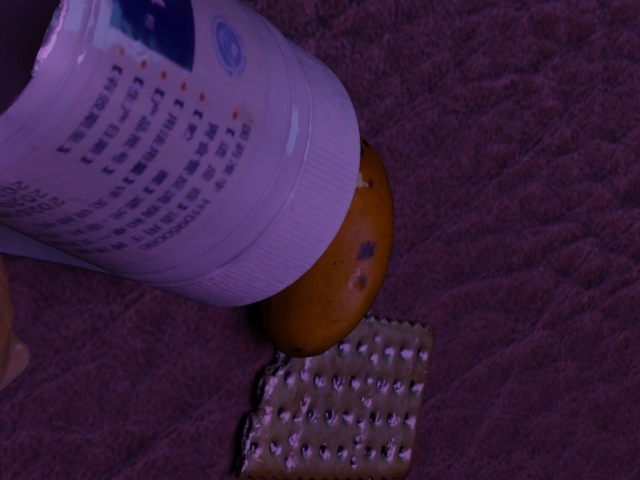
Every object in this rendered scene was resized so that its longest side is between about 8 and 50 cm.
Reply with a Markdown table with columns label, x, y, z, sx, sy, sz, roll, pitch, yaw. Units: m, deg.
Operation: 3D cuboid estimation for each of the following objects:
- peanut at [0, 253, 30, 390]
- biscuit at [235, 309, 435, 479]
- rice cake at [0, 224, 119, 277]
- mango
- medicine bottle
| label | x | y | z | sx | sy | sz | roll | pitch | yaw |
| --- | --- | --- | --- | --- | --- | --- | --- | --- | --- |
| peanut | -0.290 | 0.025 | 1.135 | 0.340 | 0.158 | 0.174 | 22 | 97 | -43 |
| biscuit | 0.017 | 0.123 | 1.576 | 0.203 | 0.016 | 0.144 | 11 | 90 | -47 |
| rice cake | -0.189 | -0.024 | 1.321 | 0.222 | 0.042 | 0.080 | 14 | 84 | -45 |
| mango | 0.003 | -0.002 | 1.484 | 0.115 | 0.090 | 0.178 | -18 | 112 | -33 |
| medicine bottle | -0.128 | -0.085 | 1.181 | 0.332 | 0.190 | 0.190 | 29 | 77 | -56 |
